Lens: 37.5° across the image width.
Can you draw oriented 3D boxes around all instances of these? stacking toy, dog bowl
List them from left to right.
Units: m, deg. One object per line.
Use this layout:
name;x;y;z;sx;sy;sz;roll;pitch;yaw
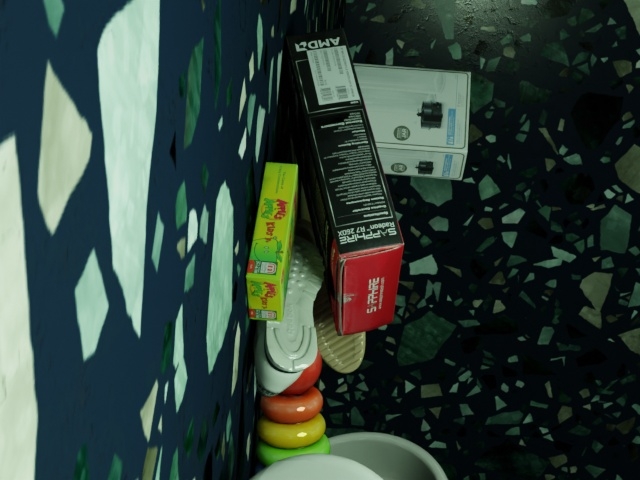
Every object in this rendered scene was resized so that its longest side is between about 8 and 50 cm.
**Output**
stacking toy;-0.041;0.290;1.336;0.141;0.141;0.330;-75;163;-75
dog bowl;0.058;0.445;1.482;0.348;0.349;0.102;-81;162;-54

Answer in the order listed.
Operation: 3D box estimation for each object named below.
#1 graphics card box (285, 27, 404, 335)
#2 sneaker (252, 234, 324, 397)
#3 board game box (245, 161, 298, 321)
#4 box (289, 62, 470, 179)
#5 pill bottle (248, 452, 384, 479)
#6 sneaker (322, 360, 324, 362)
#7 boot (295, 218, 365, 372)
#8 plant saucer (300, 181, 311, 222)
graphics card box;0.027;-0.083;1.327;0.233;0.094;0.371;88;-11;-60
sneaker;-0.053;0.092;1.246;0.095;0.090;0.235;118;-15;-46
board game box;-0.058;0.000;1.181;0.092;0.043;0.181;91;5;-52
box;0.100;-0.202;1.575;0.087;0.290;0.169;86;11;-63
pill bottle;0.034;0.410;1.116;0.392;0.224;0.224;62;30;-59
sneaker;0.029;0.166;2.001;0.227;0.130;0.087;-86;-179;-45
boot;0.004;0.082;1.507;0.207;0.090;0.248;178;-109;-89
plant saucer;0.000;0.000;1.786;0.333;0.081;0.332;92;-2;-45
